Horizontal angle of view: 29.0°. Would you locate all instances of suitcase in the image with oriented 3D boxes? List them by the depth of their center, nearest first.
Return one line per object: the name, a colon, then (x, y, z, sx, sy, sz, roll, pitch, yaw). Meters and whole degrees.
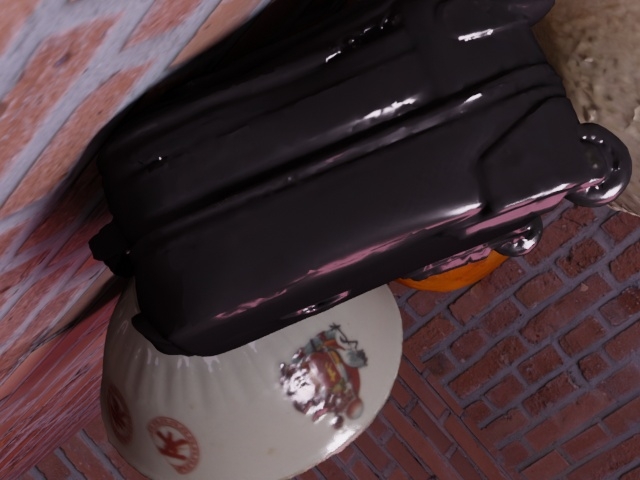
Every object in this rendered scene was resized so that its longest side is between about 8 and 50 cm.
suitcase: (0.009, -0.032, 0.880, 0.339, 0.188, 0.345, -24, 176, -4)

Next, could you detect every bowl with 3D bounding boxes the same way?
bowl: (-0.096, 0.075, 1.261, 0.337, 0.337, 0.157, -40, 136, -19)

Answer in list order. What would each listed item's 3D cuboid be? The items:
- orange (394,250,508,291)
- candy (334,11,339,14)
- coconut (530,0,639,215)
orange: (0.136, -0.086, 1.364, 0.284, 0.226, 0.284, 17, 90, -72)
candy: (0.012, -0.148, 0.985, 0.045, 0.043, 0.175, -37, 180, -28)
coconut: (0.351, -0.194, 0.907, 0.415, 0.415, 0.344, -41, 161, -5)
